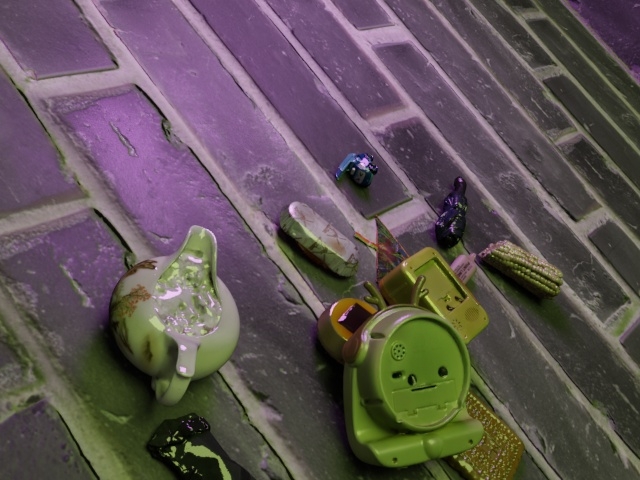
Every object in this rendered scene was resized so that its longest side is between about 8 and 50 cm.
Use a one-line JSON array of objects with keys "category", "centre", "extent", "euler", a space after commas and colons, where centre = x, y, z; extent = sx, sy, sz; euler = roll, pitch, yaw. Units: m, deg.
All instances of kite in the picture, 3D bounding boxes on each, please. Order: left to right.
[{"category": "kite", "centre": [0.138, 0.021, 1.621], "extent": [0.159, 0.010, 0.190], "euler": [22, 43, -21]}]

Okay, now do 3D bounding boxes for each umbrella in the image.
[{"category": "umbrella", "centre": [0.319, -0.076, 1.806], "extent": [0.071, 0.071, 0.248], "euler": [36, 42, -7]}]

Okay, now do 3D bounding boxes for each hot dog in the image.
[{"category": "hot dog", "centre": [0.000, 0.000, 1.498], "extent": [0.192, 0.053, 0.099], "euler": [38, 42, -10]}]

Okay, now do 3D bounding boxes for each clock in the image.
[{"category": "clock", "centre": [0.149, 0.214, 1.297], "extent": [0.235, 0.096, 0.307], "euler": [-5, 85, -29]}, {"category": "clock", "centre": [0.226, 0.125, 1.534], "extent": [0.202, 0.096, 0.143], "euler": [52, 39, 10]}]

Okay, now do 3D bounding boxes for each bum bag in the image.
[{"category": "bum bag", "centre": [-0.154, 0.326, 1.093], "extent": [0.197, 0.049, 0.087], "euler": [47, 45, 4]}]

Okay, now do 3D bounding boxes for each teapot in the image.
[{"category": "teapot", "centre": [-0.213, 0.120, 1.158], "extent": [0.204, 0.139, 0.298], "euler": [20, 45, -28]}]

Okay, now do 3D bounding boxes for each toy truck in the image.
[{"category": "toy truck", "centre": [0.074, -0.157, 1.697], "extent": [0.090, 0.056, 0.073], "euler": [-1, 51, -23]}]

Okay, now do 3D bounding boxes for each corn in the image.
[{"category": "corn", "centre": [0.472, 0.059, 1.796], "extent": [0.211, 0.087, 0.087], "euler": [34, 41, -10]}]

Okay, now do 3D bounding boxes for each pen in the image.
[{"category": "pen", "centre": [0.304, 0.075, 1.689], "extent": [0.053, 0.032, 0.197], "euler": [44, 42, 3]}]

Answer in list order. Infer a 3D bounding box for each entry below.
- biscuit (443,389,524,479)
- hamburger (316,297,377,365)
[{"category": "biscuit", "centre": [0.268, 0.350, 1.424], "extent": [0.254, 0.029, 0.172], "euler": [45, 40, 2]}, {"category": "hamburger", "centre": [0.060, 0.171, 1.375], "extent": [0.141, 0.081, 0.126], "euler": [26, 40, -1]}]
